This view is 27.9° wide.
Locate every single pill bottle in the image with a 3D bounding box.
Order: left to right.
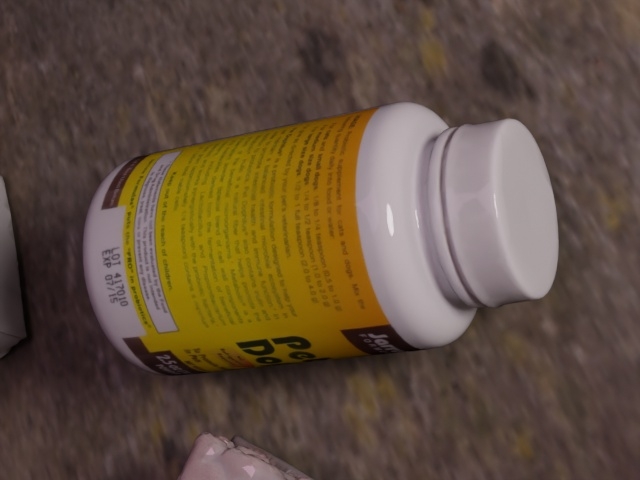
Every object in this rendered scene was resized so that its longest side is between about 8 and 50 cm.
[{"bbox_3d":[0.000,0.000,0.627,0.215,0.117,0.117,-9,71,28],"label":"pill bottle"}]

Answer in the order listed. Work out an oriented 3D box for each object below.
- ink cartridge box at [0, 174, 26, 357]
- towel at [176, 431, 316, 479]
[{"bbox_3d":[-0.354,0.008,0.714,0.226,0.306,0.131,-23,65,22],"label":"ink cartridge box"},{"bbox_3d":[0.009,0.288,0.575,0.331,0.053,0.317,23,86,32],"label":"towel"}]
